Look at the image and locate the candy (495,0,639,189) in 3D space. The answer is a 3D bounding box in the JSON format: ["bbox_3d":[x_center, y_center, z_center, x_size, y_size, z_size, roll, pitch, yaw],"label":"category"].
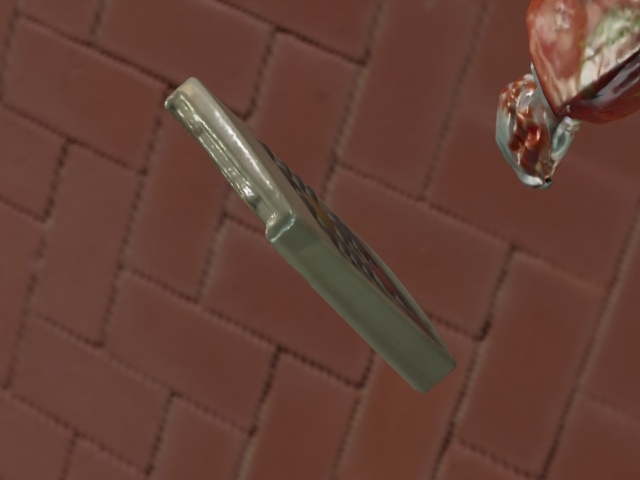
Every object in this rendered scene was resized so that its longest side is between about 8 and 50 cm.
[{"bbox_3d":[0.157,-0.110,0.891,0.292,0.059,0.086,-40,56,54],"label":"candy"}]

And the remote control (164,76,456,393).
[{"bbox_3d":[0.000,0.000,1.172,0.038,0.285,0.123,-40,58,2],"label":"remote control"}]
